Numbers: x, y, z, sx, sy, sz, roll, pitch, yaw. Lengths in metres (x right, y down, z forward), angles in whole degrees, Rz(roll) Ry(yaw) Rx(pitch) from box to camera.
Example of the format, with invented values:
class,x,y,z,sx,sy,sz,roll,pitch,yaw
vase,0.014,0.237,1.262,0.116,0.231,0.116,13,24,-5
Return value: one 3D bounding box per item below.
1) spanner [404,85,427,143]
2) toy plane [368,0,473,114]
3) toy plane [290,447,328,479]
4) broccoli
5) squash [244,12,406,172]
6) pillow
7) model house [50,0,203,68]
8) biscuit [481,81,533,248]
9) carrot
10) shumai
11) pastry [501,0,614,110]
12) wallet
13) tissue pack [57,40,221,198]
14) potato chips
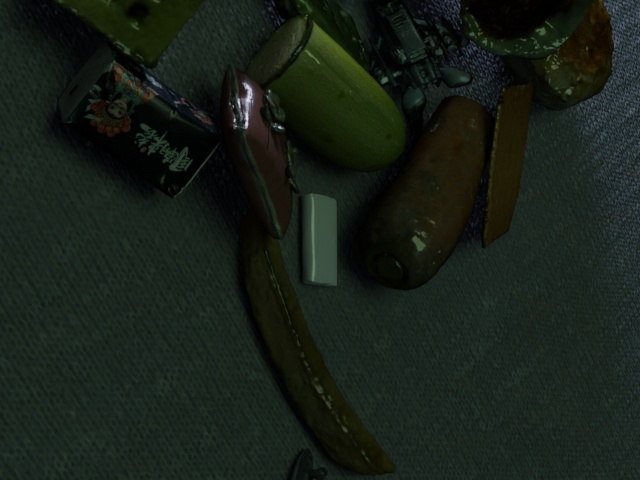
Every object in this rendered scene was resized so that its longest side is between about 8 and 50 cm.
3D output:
class,x,y,z,sx,sy,sz,roll,pitch,yaw
spanner,0.149,-0.132,1.804,0.046,0.012,0.208,-2,83,-42
toy plane,0.116,-0.311,1.762,0.169,0.078,0.246,-27,92,-7
toy plane,-0.037,0.364,1.516,0.226,0.058,0.226,49,53,-42
broccoli,-0.011,-0.337,1.644,0.165,0.146,0.304,-48,125,-31
squash,0.024,-0.179,1.627,0.247,0.132,0.132,38,59,-29
pillow,-0.071,-0.113,1.512,0.171,0.075,0.179,-96,167,-52
model house,-0.188,-0.357,1.385,0.175,0.234,0.193,31,30,-25
biscuit,0.280,-0.117,1.820,0.232,0.013,0.236,-23,122,-68
carrot,0.158,-0.063,1.710,0.138,0.139,0.301,46,61,-24
shumai,0.242,-0.414,1.785,0.330,0.292,0.288,2,101,-4
pastry,0.377,-0.335,1.972,0.236,0.121,0.257,48,52,-28
wallet,0.000,0.000,1.643,0.061,0.025,0.122,11,74,-46
tissue pack,-0.212,-0.141,1.432,0.170,0.090,0.103,34,101,-31
potato chips,-0.021,0.149,1.573,0.080,0.057,0.407,-40,107,-52
